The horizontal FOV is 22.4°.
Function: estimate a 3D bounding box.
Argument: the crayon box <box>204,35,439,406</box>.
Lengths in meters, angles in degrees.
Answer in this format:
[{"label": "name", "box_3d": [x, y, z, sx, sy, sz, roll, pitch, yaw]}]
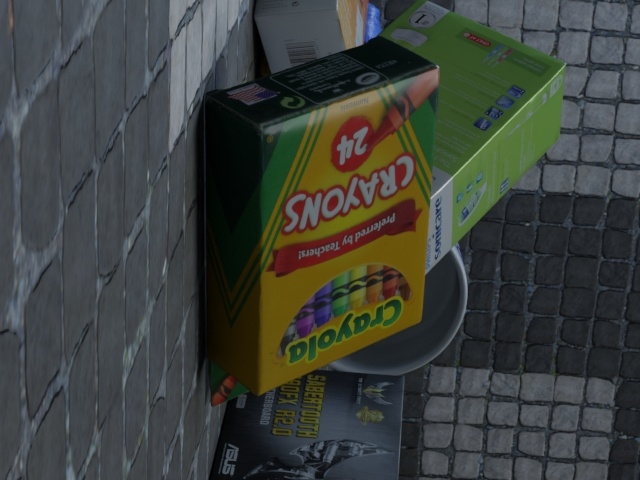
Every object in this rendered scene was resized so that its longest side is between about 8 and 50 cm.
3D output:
[{"label": "crayon box", "box_3d": [0.000, 0.000, 1.431, 0.081, 0.202, 0.319, 33, -47, 40]}]

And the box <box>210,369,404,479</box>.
[{"label": "box", "box_3d": [-0.009, 0.210, 1.645, 0.231, 0.183, 0.056, -78, 172, -64]}]

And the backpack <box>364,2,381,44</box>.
[{"label": "backpack", "box_3d": [0.024, -0.296, 2.202, 0.098, 0.120, 0.101, 7, 87, -86]}]

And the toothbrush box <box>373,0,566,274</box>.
[{"label": "toothbrush box", "box_3d": [0.111, -0.120, 1.805, 0.283, 0.206, 0.122, -44, 148, -32]}]

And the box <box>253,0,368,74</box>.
[{"label": "box", "box_3d": [-0.006, -0.256, 1.748, 0.130, 0.091, 0.170, 72, 19, -48]}]

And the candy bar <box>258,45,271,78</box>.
[{"label": "candy bar", "box_3d": [-0.055, -0.216, 1.784, 0.040, 0.018, 0.161, 90, 5, -49]}]

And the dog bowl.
[{"label": "dog bowl", "box_3d": [0.079, 0.060, 2.348, 0.104, 0.264, 0.265, -85, 178, -68]}]
